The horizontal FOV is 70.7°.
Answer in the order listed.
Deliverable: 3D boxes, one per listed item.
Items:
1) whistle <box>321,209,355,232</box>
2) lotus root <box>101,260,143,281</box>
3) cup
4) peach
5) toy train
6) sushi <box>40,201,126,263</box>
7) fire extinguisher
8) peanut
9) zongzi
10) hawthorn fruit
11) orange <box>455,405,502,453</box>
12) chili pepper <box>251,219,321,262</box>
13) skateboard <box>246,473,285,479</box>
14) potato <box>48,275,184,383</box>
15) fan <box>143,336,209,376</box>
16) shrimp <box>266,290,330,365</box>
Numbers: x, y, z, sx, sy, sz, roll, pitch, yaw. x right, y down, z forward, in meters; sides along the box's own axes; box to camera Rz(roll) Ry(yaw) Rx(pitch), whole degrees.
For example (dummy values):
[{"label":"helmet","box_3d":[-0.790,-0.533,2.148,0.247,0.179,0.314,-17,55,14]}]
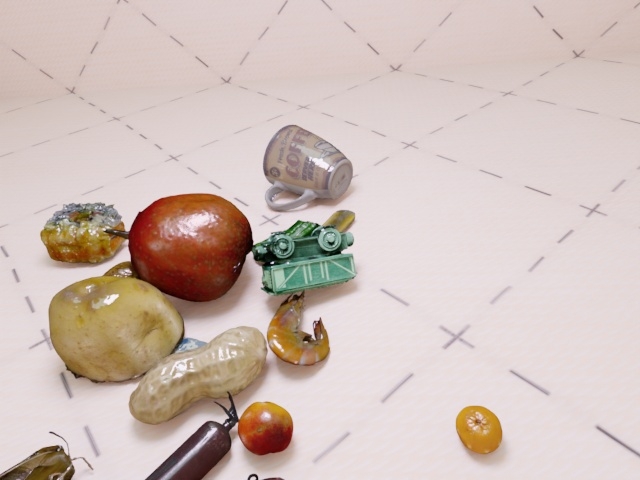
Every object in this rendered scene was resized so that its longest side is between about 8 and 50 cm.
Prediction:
[{"label":"whistle","box_3d":[0.000,-0.001,1.318,0.068,0.057,0.326,16,42,27]},{"label":"lotus root","box_3d":[-0.549,0.134,1.197,0.191,0.108,0.094,-36,9,-19]},{"label":"cup","box_3d":[-0.052,-0.217,1.512,0.257,0.227,0.301,29,78,32]},{"label":"peach","box_3d":[-0.100,0.347,0.836,0.101,0.100,0.100,-4,37,3]},{"label":"toy train","box_3d":[-0.037,0.045,1.147,0.269,0.154,0.115,-9,7,-22]},{"label":"sushi","box_3d":[-0.736,-0.024,1.391,0.274,0.139,0.184,-1,35,-2]},{"label":"fire extinguisher","box_3d":[-0.243,0.395,0.806,0.268,0.089,0.072,-39,3,-35]},{"label":"peanut","box_3d":[-0.245,0.280,0.933,0.298,0.120,0.136,-22,35,-16]},{"label":"zongzi","box_3d":[-0.581,0.447,0.781,0.241,0.111,0.247,3,32,23]},{"label":"hawthorn fruit","box_3d":[-0.359,0.007,1.155,0.369,0.284,0.284,7,35,-11]},{"label":"orange","box_3d":[0.286,0.339,0.813,0.083,0.070,0.083,-6,41,5]},{"label":"chili pepper","box_3d":[-0.096,-0.002,1.332,0.224,0.061,0.098,-29,37,-29]},{"label":"skateboard","box_3d":[-0.118,0.452,0.743,0.080,0.067,0.151,9,33,35]},{"label":"potato","box_3d":[-0.477,0.180,1.019,0.285,0.242,0.242,-1,37,6]},{"label":"fan","box_3d":[-0.328,0.275,1.040,0.240,0.009,0.131,-2,35,8]},{"label":"shrimp","box_3d":[-0.049,0.197,1.050,0.150,0.068,0.248,22,30,-13]}]
